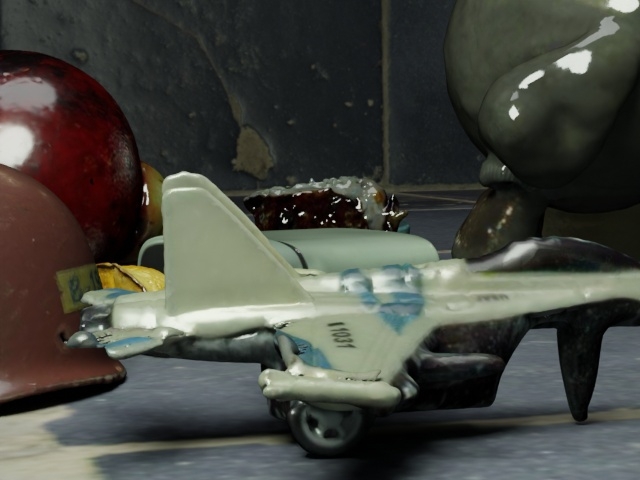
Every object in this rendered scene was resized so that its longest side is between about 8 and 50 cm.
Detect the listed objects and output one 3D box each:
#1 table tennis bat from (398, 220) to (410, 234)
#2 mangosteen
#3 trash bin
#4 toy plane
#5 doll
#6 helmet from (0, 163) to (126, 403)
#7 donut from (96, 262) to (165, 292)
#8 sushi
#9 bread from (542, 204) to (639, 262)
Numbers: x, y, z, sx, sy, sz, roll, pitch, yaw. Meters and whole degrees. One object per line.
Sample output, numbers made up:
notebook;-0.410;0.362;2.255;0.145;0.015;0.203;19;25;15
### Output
table tennis bat;0.028;-0.013;1.511;0.149;0.038;0.237;-2;8;15
mangosteen;-0.180;-0.022;0.875;0.200;0.199;0.200;-1;4;0
trash bin;-0.017;0.023;0.802;0.130;0.059;0.116;-3;6;-43
toy plane;0.043;0.035;0.523;0.262;0.088;0.192;8;8;-7
doll;0.261;-0.110;0.899;0.379;0.382;0.252;29;-20;22
helmet;-0.169;0.017;0.637;0.155;0.106;0.175;0;8;16
donut;-0.100;0.043;0.765;0.038;0.067;0.083;-14;-20;-43
sushi;-0.001;0.000;0.964;0.094;0.084;0.098;-5;2;-23
bread;0.235;-0.043;1.097;0.148;0.141;0.134;-3;3;-11
